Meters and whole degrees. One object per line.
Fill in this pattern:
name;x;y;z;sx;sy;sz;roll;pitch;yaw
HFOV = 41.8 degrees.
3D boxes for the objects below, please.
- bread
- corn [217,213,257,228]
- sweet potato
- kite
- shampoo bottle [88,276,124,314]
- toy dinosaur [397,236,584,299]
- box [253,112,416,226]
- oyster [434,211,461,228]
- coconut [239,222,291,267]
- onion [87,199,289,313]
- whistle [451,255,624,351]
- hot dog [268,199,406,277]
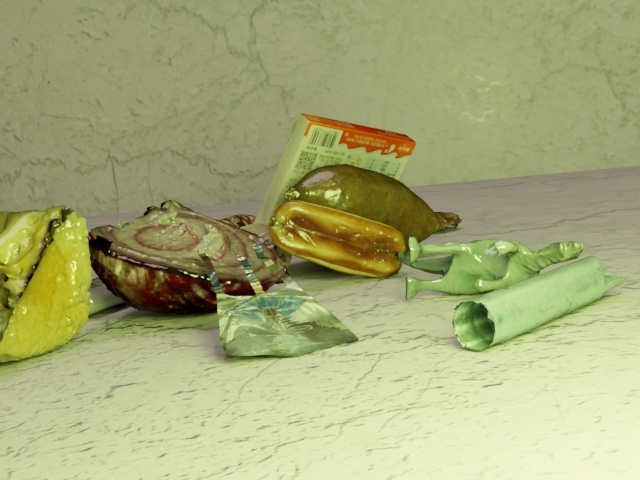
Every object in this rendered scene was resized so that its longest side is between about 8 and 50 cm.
bread;-0.442;0.076;1.179;0.204;0.162;0.262;2;47;24
corn;-0.222;0.006;1.773;0.098;0.098;0.290;-1;9;31
sweet potato;0.079;-0.063;1.578;0.158;0.157;0.370;2;-18;47
kite;-0.090;0.073;1.121;0.169;0.015;0.310;-8;27;-26
shampoo bottle;-0.362;0.086;1.455;0.108;0.051;0.221;-3;8;27
toy dinosaur;0.203;0.038;1.239;0.206;0.092;0.393;-5;-6;-18
box;0.028;-0.107;1.654;0.273;0.264;0.048;6;29;-38
oyster;0.156;-0.040;1.948;0.345;0.078;0.128;-4;16;-2
coconut;-0.119;0.021;1.559;0.110;0.110;0.124;-13;17;-40
onion;-0.209;0.054;1.324;0.280;0.146;0.314;25;17;19
whistle;0.279;0.070;1.038;0.312;0.062;0.062;-13;10;-43
hot dog;0.030;0.001;1.425;0.250;0.100;0.068;17;-5;-18
